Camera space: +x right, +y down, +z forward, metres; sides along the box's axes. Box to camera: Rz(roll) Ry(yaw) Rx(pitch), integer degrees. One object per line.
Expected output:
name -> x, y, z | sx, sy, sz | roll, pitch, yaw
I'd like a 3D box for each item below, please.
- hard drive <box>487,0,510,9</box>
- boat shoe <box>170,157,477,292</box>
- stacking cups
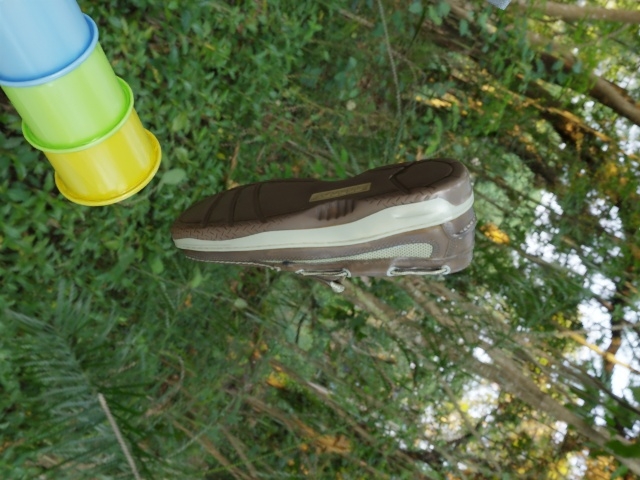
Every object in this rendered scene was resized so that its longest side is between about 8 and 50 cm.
hard drive -> 0.152, -0.270, 0.515 | 0.022, 0.094, 0.135 | -62, -176, -32
boat shoe -> -0.002, 0.004, 0.507 | 0.095, 0.258, 0.095 | -58, 136, -52
stacking cups -> -0.196, -0.157, 0.419 | 0.096, 0.096, 0.316 | -60, 159, -30
